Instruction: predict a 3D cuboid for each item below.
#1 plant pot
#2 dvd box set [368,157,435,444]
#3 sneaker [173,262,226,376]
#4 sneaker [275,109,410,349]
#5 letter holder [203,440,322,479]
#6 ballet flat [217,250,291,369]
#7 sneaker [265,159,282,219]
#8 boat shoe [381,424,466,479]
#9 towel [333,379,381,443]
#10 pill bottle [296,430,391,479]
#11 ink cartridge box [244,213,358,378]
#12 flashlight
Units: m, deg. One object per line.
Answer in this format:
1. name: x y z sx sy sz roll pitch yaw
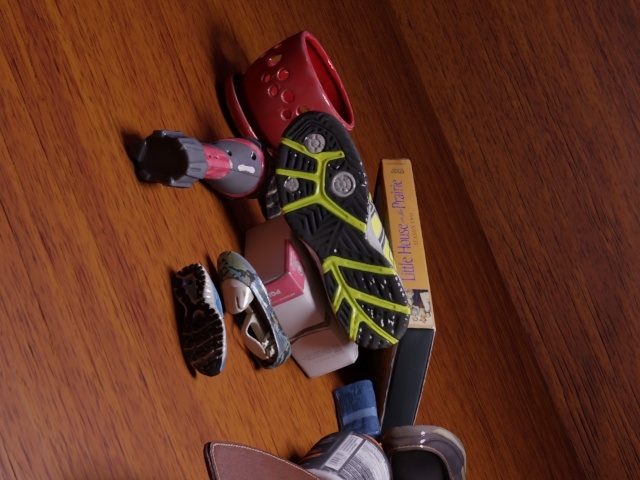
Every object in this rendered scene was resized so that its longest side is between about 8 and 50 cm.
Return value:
1. plant pot: -0.056 -0.238 2.256 0.191 0.174 0.191 56 16 -25
2. dvd box set: 0.130 0.104 2.322 0.420 0.062 0.307 -94 -172 -46
3. sneaker: -0.148 0.110 1.764 0.073 0.063 0.162 47 27 -55
4. sneaker: 0.027 -0.013 2.048 0.147 0.145 0.384 60 13 -86
5. letter holder: -0.092 0.360 1.479 0.302 0.152 0.214 35 34 -59
6. ballet flat: -0.102 0.105 1.907 0.188 0.070 0.070 60 19 -11
7. sneaker: 0.000 0.000 2.271 0.147 0.130 0.330 -100 166 -77
8. boat shoe: 0.186 0.421 2.168 0.355 0.132 0.130 62 22 -50
9. towel: 0.061 0.285 2.137 0.029 0.067 0.119 50 25 -46
10. pill bottle: 0.025 0.347 1.857 0.130 0.130 0.246 66 18 -1
11. ink cartridge box: -0.030 0.087 2.079 0.218 0.092 0.158 52 23 -33
12. flashlight: -0.160 -0.110 1.933 0.103 0.103 0.304 64 16 7
